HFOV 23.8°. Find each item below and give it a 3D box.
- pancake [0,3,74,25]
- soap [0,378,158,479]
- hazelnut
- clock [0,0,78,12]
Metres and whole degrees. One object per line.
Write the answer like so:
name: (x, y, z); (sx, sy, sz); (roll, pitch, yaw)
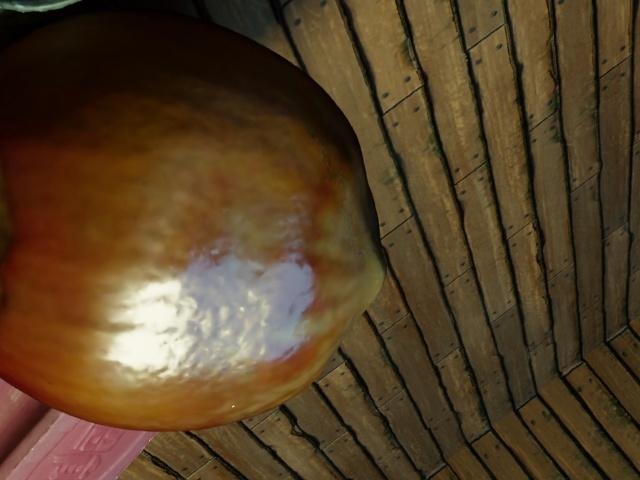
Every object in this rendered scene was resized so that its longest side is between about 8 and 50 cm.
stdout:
pancake: (-0.223, -0.210, 1.170); (0.116, 0.022, 0.129); (-19, 152, -36)
soap: (-0.299, 0.199, 1.723); (0.359, 0.128, 0.233); (-48, 155, 21)
hazelnut: (-0.133, -0.021, 1.262); (0.366, 0.366, 0.366); (-32, 157, -15)
clock: (-0.176, -0.280, 1.033); (0.281, 0.055, 0.280); (-29, 151, -18)
